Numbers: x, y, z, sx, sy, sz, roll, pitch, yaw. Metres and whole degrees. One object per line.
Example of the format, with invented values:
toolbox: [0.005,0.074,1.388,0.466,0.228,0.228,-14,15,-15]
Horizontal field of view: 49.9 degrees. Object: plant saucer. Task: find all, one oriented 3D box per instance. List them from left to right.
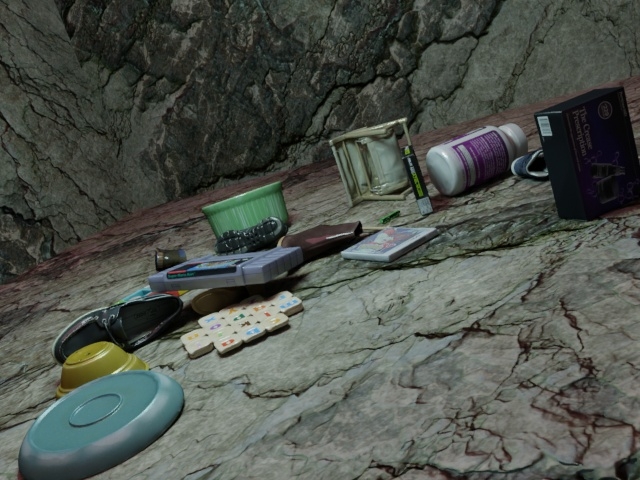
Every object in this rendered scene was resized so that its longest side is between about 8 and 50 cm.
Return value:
plant saucer: [-0.415,0.330,1.290,0.318,0.043,0.317,-14,19,5]

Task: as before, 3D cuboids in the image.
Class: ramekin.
ramekin: [-0.262,-0.096,2.488,0.304,0.148,0.303,-19,5,2]

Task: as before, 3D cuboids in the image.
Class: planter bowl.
planter bowl: [-0.501,0.286,1.526,0.217,0.090,0.217,-18,13,4]

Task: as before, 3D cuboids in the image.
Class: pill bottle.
pill bottle: [0.502,-0.265,2.187,0.302,0.169,0.169,-23,15,-17]

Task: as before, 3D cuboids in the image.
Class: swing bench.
swing bench: [0.198,-0.270,2.416,0.255,0.253,0.165,-5,19,42]

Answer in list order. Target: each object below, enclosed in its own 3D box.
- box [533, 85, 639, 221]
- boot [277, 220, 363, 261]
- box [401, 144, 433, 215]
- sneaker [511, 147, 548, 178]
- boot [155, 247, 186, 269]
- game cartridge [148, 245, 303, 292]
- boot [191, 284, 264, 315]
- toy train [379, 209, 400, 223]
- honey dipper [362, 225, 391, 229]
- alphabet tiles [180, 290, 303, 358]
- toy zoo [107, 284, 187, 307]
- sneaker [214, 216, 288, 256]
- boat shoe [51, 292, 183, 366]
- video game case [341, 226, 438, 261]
box: [0.623,-0.200,1.585,0.184,0.261,0.103,-24,15,-18]
boot: [0.000,0.000,1.970,0.207,0.090,0.248,-15,11,22]
box: [0.295,-0.186,2.103,0.045,0.190,0.184,-18,13,13]
sneaker: [0.689,-0.250,2.022,0.226,0.086,0.163,-28,3,3]
boot: [-0.546,0.068,2.498,0.106,0.082,0.219,1,5,-15]
game cartridge: [-0.252,0.074,1.823,0.355,0.068,0.230,-6,5,26]
boot: [-0.253,0.139,1.815,0.197,0.072,0.152,-11,12,-19]
toy train: [0.215,-0.074,2.131,0.083,0.017,0.024,-29,7,-35]
honey dipper: [0.148,-0.036,2.050,0.161,0.030,0.030,0,23,47]
alphabet tiles: [-0.185,0.194,1.615,0.284,0.021,0.278,-23,14,-17]
toy zoo: [-0.499,0.163,2.111,0.192,0.030,0.293,-4,21,46]
sneaker: [-0.229,0.000,2.315,0.268,0.101,0.106,-18,-11,17]
boat shoe: [-0.489,0.216,1.705,0.340,0.127,0.113,-17,-1,-34]
video game case: [0.183,0.008,1.848,0.183,0.023,0.201,-27,16,-31]
